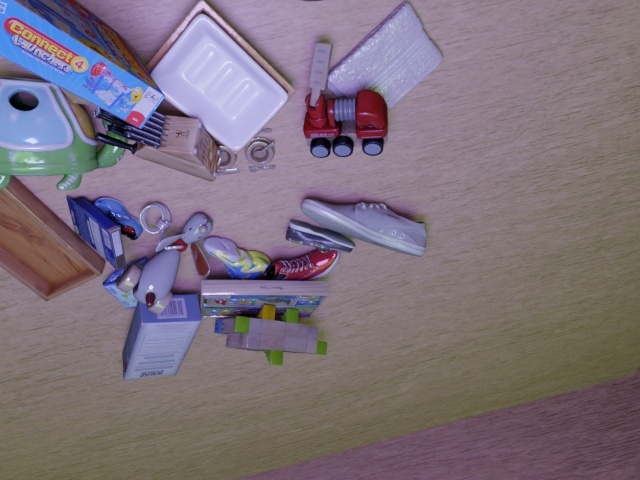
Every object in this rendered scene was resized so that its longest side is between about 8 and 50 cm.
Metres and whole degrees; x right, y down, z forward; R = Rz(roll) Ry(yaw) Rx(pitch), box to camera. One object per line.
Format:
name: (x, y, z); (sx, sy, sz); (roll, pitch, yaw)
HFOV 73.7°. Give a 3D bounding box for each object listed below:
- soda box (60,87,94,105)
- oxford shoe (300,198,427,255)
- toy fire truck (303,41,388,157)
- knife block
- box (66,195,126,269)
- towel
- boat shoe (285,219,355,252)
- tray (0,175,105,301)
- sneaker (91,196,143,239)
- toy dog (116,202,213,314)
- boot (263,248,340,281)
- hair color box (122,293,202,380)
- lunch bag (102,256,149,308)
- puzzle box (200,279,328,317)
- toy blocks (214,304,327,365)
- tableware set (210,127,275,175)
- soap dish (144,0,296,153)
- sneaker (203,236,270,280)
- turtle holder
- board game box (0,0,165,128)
soda box: (-0.553, -0.375, 0.935); (0.058, 0.181, 0.061); (-53, 164, 25)
oxford shoe: (0.149, -0.065, 1.373); (0.449, 0.169, 0.130); (17, 87, -17)
toy fire truck: (0.057, -0.349, 1.075); (0.217, 0.158, 0.246); (0, 152, 13)
knife block: (-0.396, -0.238, 1.038); (0.242, 0.088, 0.276); (7, 170, 4)
box: (-0.625, -0.029, 1.189); (0.036, 0.225, 0.136); (-34, 146, -42)
towel: (0.165, -0.453, 1.124); (0.282, 0.049, 0.187); (-39, 126, 16)
boat shoe: (0.000, 0.000, 1.391); (0.228, 0.081, 0.069); (19, 108, -6)
tray: (-0.840, -0.014, 1.206); (0.203, 0.076, 0.411); (-25, 128, 6)
sneaker: (-0.582, -0.060, 1.230); (0.063, 0.073, 0.162); (-37, 126, 15)
toy dog: (-0.438, 0.070, 1.234); (0.220, 0.161, 0.334); (18, 96, -33)
boot: (-0.062, 0.079, 1.414); (0.244, 0.088, 0.176); (-32, 153, 14)
hair color box: (-0.549, 0.335, 1.455); (0.185, 0.113, 0.374); (4, 136, -32)
lunch bag: (-0.594, 0.144, 1.370); (0.151, 0.096, 0.129); (-28, 129, -4)
puzzle box: (-0.204, 0.206, 1.463); (0.409, 0.052, 0.272); (2, 155, -15)
toy blocks: (-0.202, 0.345, 1.535); (0.381, 0.191, 0.261); (17, 160, -37)
tableware set: (-0.223, -0.238, 1.201); (0.194, 0.039, 0.128); (-8, 128, -7)
soap dish: (-0.242, -0.385, 1.035); (0.229, 0.118, 0.291); (-41, 125, 18)
sneaker: (-0.288, 0.078, 1.395); (0.240, 0.091, 0.126); (24, 119, -29)
turtle holder: (-0.622, -0.245, 0.977); (0.320, 0.243, 0.227); (4, 109, -5)
board game box: (-0.486, -0.384, 0.792); (0.086, 0.308, 0.302); (-47, 150, 12)
